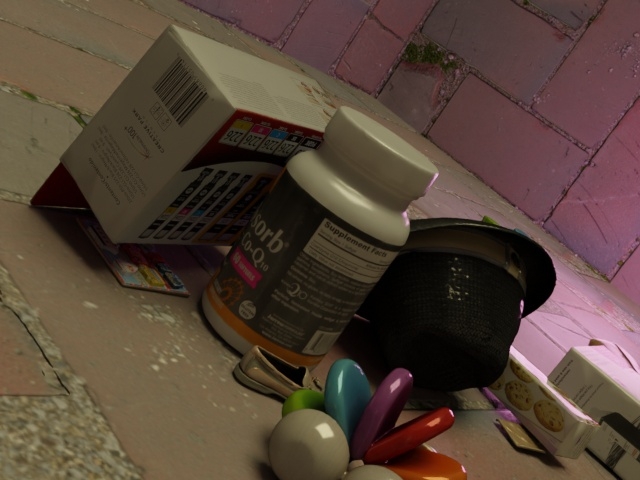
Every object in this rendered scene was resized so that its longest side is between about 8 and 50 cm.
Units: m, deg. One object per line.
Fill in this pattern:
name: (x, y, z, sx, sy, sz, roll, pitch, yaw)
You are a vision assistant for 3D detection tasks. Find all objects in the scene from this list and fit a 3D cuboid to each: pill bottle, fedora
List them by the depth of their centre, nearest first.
pill bottle: (0.000, 0.000, 1.005, 0.162, 0.278, 0.162, 31, 15, -9)
fedora: (0.163, 0.107, 1.183, 0.334, 0.334, 0.152, 23, 54, -34)

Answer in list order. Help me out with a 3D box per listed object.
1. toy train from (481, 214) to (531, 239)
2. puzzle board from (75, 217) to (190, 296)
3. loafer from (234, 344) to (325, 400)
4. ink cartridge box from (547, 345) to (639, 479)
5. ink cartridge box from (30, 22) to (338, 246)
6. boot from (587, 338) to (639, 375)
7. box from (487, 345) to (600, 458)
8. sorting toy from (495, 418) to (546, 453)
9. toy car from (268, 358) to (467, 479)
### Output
toy train: (0.330, 0.006, 1.919, 0.248, 0.143, 0.105, 28, 16, -21)
puzzle board: (-0.214, 0.017, 1.024, 0.096, 0.011, 0.128, 16, 23, -49)
loafer: (-0.030, 0.147, 0.946, 0.125, 0.039, 0.045, 25, 17, -29)
ink cartridge box: (0.503, 0.298, 1.436, 0.273, 0.114, 0.197, 43, 17, 28)
ink cartridge box: (-0.133, -0.081, 1.056, 0.130, 0.272, 0.309, 53, 22, 19)
boot: (0.571, 0.258, 1.771, 0.236, 0.089, 0.269, 43, 14, -8)
box: (0.279, 0.198, 1.345, 0.063, 0.067, 0.324, 21, 17, -39)
sorting toy: (0.287, 0.277, 1.251, 0.083, 0.012, 0.062, 21, 18, -34)
toy car: (0.053, 0.183, 0.823, 0.182, 0.136, 0.159, 38, 16, 16)
